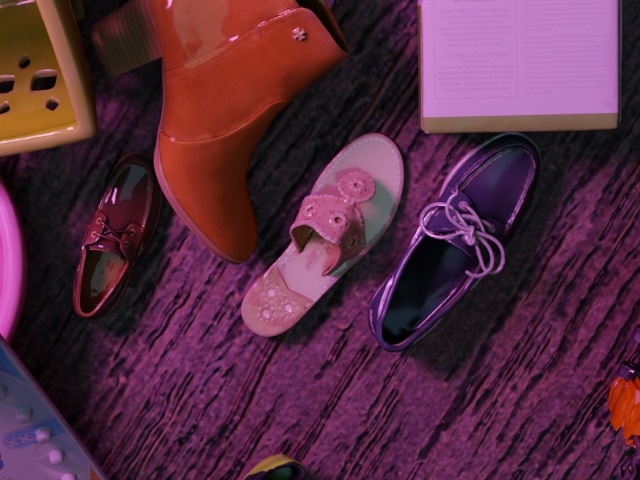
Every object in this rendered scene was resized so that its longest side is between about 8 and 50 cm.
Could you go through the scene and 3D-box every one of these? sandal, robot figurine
[{"bbox_3d":[0.005,0.004,1.466,0.088,0.079,0.240,36,99,-6],"label":"sandal"},{"bbox_3d":[0.341,0.137,1.380,0.085,0.291,0.211,19,101,-3],"label":"robot figurine"}]

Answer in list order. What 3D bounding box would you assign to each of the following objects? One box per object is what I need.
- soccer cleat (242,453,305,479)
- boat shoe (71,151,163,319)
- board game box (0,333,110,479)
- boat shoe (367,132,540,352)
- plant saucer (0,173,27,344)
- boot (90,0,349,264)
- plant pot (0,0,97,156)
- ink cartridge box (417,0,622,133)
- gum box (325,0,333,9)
[{"bbox_3d":[-0.082,0.287,1.494,0.060,0.072,0.179,43,69,-9],"label":"soccer cleat"},{"bbox_3d":[-0.204,-0.001,1.478,0.064,0.060,0.178,21,100,-3],"label":"boat shoe"},{"bbox_3d":[-0.426,0.251,1.425,0.390,0.050,0.390,-20,137,4],"label":"board game box"},{"bbox_3d":[0.133,0.003,1.464,0.095,0.079,0.254,39,99,-6],"label":"boat shoe"},{"bbox_3d":[-0.445,0.029,1.449,0.332,0.084,0.332,0,87,4],"label":"plant saucer"},{"bbox_3d":[-0.063,-0.128,1.394,0.211,0.104,0.295,-21,113,18],"label":"boot"},{"bbox_3d":[-0.333,-0.221,1.341,0.228,0.207,0.227,-9,135,2],"label":"plant pot"},{"bbox_3d":[0.187,-0.234,1.410,0.188,0.097,0.255,-1,99,1],"label":"ink cartridge box"},{"bbox_3d":[-0.015,-0.298,1.416,0.107,0.062,0.188,23,101,-4],"label":"gum box"}]
